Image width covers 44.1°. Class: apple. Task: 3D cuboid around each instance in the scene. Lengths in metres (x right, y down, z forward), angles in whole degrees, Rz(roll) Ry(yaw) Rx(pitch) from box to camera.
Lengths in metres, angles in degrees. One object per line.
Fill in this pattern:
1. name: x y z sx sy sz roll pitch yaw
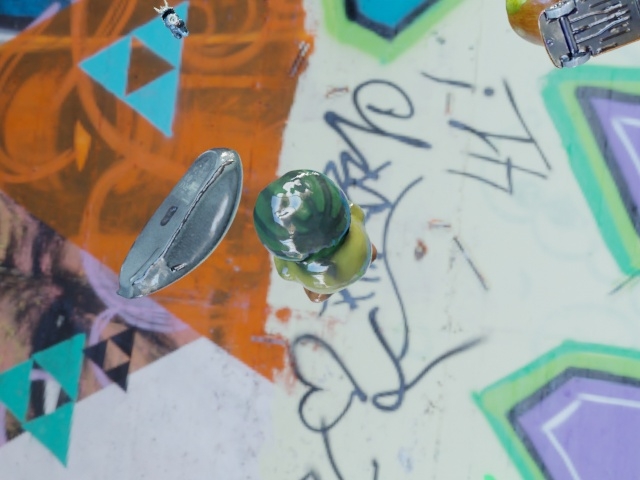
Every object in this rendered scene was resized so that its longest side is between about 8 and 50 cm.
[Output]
1. apple: 0.608 -0.643 2.103 0.246 0.226 0.246 -21 -59 -40

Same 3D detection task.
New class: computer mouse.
1. computer mouse: -0.269 -0.021 1.613 0.114 0.203 0.374 38 -94 -31

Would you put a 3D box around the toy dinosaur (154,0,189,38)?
1. toy dinosaur: -0.273 -0.406 1.467 0.030 0.083 0.047 -39 -6 -4

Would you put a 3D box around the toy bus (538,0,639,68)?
1. toy bus: 0.641 -0.495 1.702 0.143 0.329 0.153 63 -157 -19

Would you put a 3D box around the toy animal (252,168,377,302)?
1. toy animal: 0.001 0.001 1.572 0.216 0.191 0.338 -39 -39 -3
